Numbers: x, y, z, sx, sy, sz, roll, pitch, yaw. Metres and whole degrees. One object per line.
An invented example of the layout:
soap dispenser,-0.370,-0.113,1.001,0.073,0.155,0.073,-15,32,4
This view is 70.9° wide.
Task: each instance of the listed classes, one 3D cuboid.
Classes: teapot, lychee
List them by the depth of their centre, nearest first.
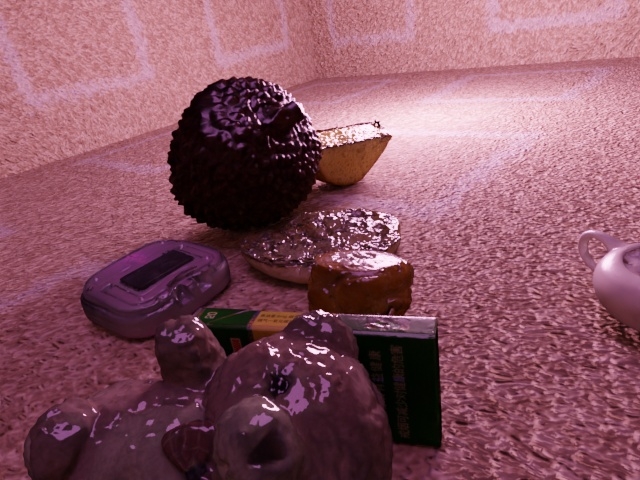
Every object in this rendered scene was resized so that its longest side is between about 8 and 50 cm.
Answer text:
teapot,0.382,0.052,0.504,0.145,0.092,0.226,-15,25,-16
lychee,-0.151,-0.167,0.904,0.330,0.306,0.306,-34,6,41

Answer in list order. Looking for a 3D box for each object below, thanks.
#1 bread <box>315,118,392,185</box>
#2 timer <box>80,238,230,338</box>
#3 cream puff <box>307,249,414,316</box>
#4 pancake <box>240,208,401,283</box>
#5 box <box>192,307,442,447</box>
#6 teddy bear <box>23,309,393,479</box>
bread,0.047,-0.204,1.094,0.261,0.133,0.129,-20,39,-26
timer,-0.264,0.067,0.728,0.191,0.068,0.208,11,32,32
cream puff,0.049,0.068,0.575,0.144,0.103,0.126,7,18,31
pancake,0.000,-0.001,0.791,0.283,0.048,0.282,-7,26,3
box,-0.006,0.130,0.435,0.236,0.132,0.034,-1,26,18
teddy bear,-0.078,0.171,0.341,0.268,0.235,0.151,-17,-19,13
